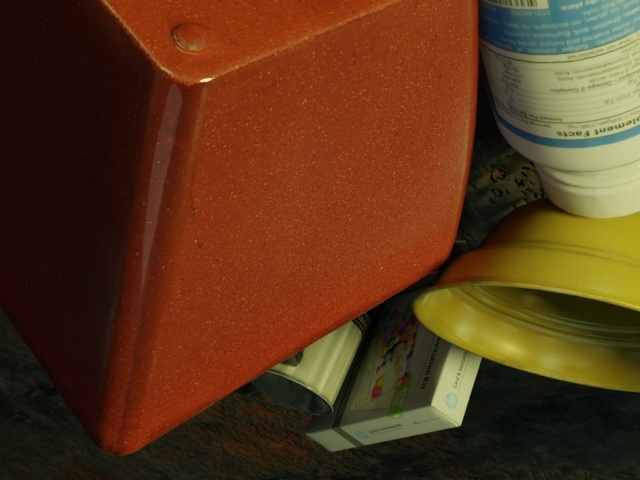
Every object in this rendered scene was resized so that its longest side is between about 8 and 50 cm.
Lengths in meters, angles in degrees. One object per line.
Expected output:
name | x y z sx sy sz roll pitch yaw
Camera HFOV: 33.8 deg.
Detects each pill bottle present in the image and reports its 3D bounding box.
pill bottle | 0.266 0.049 0.797 0.152 0.086 0.086 1 141 32
pill bottle | 0.149 -0.118 0.598 0.124 0.124 0.221 5 144 28

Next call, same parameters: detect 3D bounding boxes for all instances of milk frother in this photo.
milk frother | -0.035 0.070 0.976 0.143 0.134 0.129 2 146 42

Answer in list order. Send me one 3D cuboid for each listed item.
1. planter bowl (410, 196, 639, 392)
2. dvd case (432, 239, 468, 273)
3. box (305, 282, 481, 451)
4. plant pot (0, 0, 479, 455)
planter bowl | 0.177 0.029 0.713 0.217 0.090 0.217 15 162 5
dvd case | 0.000 0.000 0.825 0.179 0.029 0.239 10 -175 22
box | 0.074 0.112 0.961 0.038 0.145 0.186 37 146 -21
plant pot | -0.065 -0.095 0.578 0.267 0.267 0.235 49 147 20
